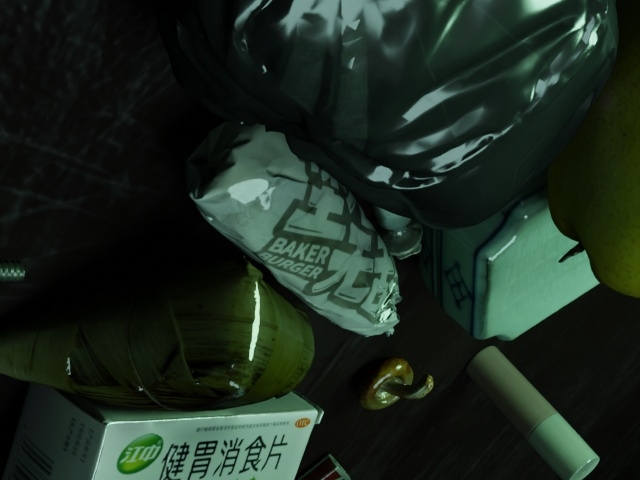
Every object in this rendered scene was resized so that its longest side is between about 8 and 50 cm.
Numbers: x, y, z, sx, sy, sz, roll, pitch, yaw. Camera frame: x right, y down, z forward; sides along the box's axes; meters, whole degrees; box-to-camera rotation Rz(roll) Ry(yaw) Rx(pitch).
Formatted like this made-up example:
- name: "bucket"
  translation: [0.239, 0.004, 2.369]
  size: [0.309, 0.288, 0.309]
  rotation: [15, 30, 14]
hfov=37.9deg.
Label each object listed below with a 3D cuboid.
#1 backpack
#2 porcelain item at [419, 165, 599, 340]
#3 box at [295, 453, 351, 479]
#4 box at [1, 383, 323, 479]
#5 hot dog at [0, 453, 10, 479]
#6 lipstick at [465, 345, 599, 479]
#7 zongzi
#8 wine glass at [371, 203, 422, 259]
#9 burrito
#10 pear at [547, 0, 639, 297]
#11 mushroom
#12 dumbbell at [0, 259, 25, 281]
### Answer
- name: "backpack"
  translation: [0.081, -0.185, 0.746]
  size: [0.363, 0.255, 0.446]
  rotation: [-40, 139, 4]
- name: "porcelain item"
  translation: [0.265, -0.033, 1.183]
  size: [0.285, 0.157, 0.281]
  rotation: [-30, 143, -14]
- name: "box"
  translation: [-0.034, 0.429, 1.525]
  size: [0.177, 0.036, 0.115]
  rotation: [-37, 147, -6]
- name: "box"
  translation: [-0.167, 0.241, 1.033]
  size: [0.332, 0.145, 0.173]
  rotation: [9, 104, -50]
- name: "hot dog"
  translation: [-0.289, 0.260, 1.062]
  size: [0.215, 0.047, 0.066]
  rotation: [-2, 99, -47]
- name: "lipstick"
  translation: [0.348, 0.287, 1.546]
  size: [0.070, 0.254, 0.070]
  rotation: [-27, 144, -21]
- name: "zongzi"
  translation: [-0.171, 0.110, 0.965]
  size: [0.299, 0.145, 0.274]
  rotation: [-8, 166, 10]
- name: "wine glass"
  translation: [0.081, -0.047, 1.059]
  size: [0.072, 0.072, 0.155]
  rotation: [-33, 146, -13]
- name: "burrito"
  translation: [0.000, 0.000, 0.979]
  size: [0.101, 0.139, 0.445]
  rotation: [-2, 155, 24]
- name: "pear"
  translation: [0.356, -0.114, 0.912]
  size: [0.336, 0.284, 0.285]
  rotation: [-62, 148, -8]
- name: "mushroom"
  translation: [0.114, 0.206, 1.376]
  size: [0.129, 0.073, 0.088]
  rotation: [-21, 144, 35]
- name: "dumbbell"
  translation: [-0.341, 0.021, 0.701]
  size: [0.253, 0.082, 0.082]
  rotation: [3, 127, -47]
